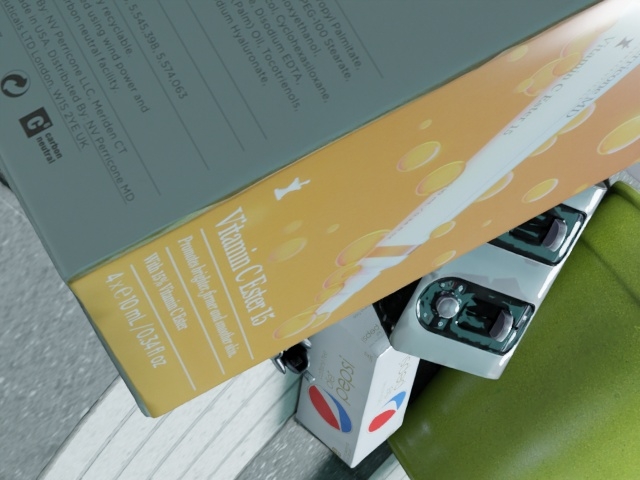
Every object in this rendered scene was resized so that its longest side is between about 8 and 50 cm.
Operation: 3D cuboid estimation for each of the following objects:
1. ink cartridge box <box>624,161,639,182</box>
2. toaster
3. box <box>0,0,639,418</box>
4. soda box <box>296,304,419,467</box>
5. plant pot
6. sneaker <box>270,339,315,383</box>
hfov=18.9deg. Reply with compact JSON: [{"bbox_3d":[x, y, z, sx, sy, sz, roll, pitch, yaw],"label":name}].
[{"bbox_3d":[0.194,-0.168,1.112,0.115,0.273,0.198,-22,148,-53],"label":"ink cartridge box"},{"bbox_3d":[0.105,-0.012,1.385,0.168,0.110,0.186,-62,-159,16],"label":"toaster"},{"bbox_3d":[0.019,-0.091,0.903,0.345,0.168,0.215,-28,159,-5],"label":"box"},{"bbox_3d":[0.034,0.107,1.626,0.069,0.074,0.216,-39,160,-24],"label":"soda box"},{"bbox_3d":[0.267,0.187,1.957,0.353,0.366,0.366,-35,161,0],"label":"plant pot"},{"bbox_3d":[-0.027,0.084,1.450,0.038,0.069,0.098,-47,162,0],"label":"sneaker"}]
